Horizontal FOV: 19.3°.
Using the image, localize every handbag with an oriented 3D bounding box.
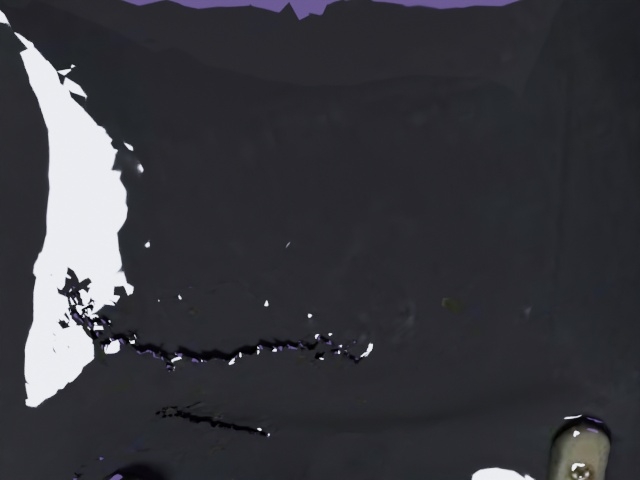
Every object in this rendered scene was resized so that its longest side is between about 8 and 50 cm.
[{"bbox_3d":[0.000,0.000,0.666,0.342,0.152,0.288,-6,107,-11],"label":"handbag"}]
